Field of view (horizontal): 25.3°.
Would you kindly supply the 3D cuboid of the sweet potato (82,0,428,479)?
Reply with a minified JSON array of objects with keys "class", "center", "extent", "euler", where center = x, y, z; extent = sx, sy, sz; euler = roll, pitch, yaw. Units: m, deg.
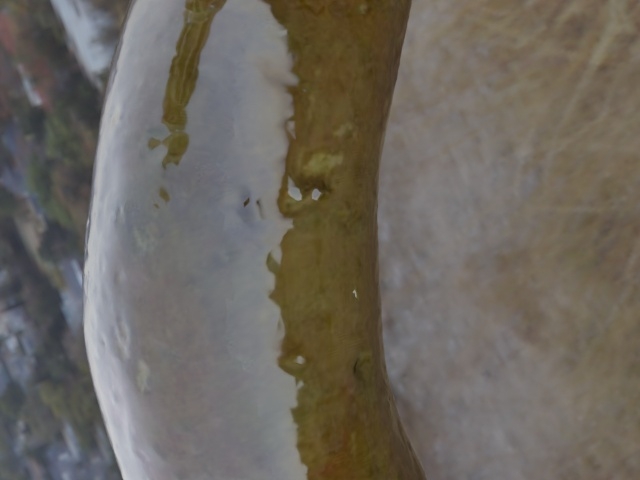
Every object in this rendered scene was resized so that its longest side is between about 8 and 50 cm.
[{"class":"sweet potato","center":[-0.005,-0.003,0.353],"extent":[0.079,0.108,0.346],"euler":[4,94,52]}]
